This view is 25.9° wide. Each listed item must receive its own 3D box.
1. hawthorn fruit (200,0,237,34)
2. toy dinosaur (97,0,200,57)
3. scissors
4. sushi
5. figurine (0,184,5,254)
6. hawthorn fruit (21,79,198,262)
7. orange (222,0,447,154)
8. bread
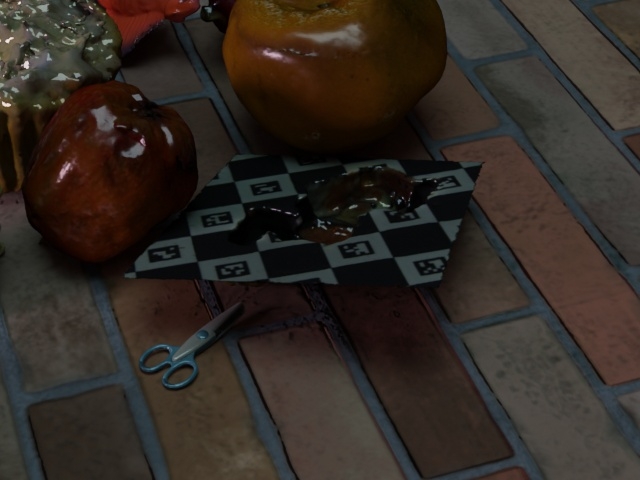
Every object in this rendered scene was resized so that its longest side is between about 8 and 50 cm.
[{"bbox_3d":[-0.063,-0.301,1.658,0.188,0.169,0.169,-21,44,-17],"label":"hawthorn fruit"},{"bbox_3d":[-0.258,-0.281,1.713,0.286,0.070,0.139,12,73,40],"label":"toy dinosaur"},{"bbox_3d":[-0.113,0.093,1.296,0.058,0.014,0.119,29,51,29],"label":"scissors"},{"bbox_3d":[0.000,0.000,1.363,0.294,0.059,0.292,3,27,16],"label":"sushi"},{"bbox_3d":[-0.366,-0.045,1.286,0.127,0.236,0.155,32,49,32],"label":"figurine"},{"bbox_3d":[-0.205,-0.065,1.366,0.173,0.173,0.179,22,80,24],"label":"hawthorn fruit"},{"bbox_3d":[0.024,-0.193,1.510,0.249,0.183,0.249,-6,40,5],"label":"orange"},{"bbox_3d":[-0.342,-0.169,1.498,0.274,0.149,0.274,-2,39,2],"label":"bread"}]
